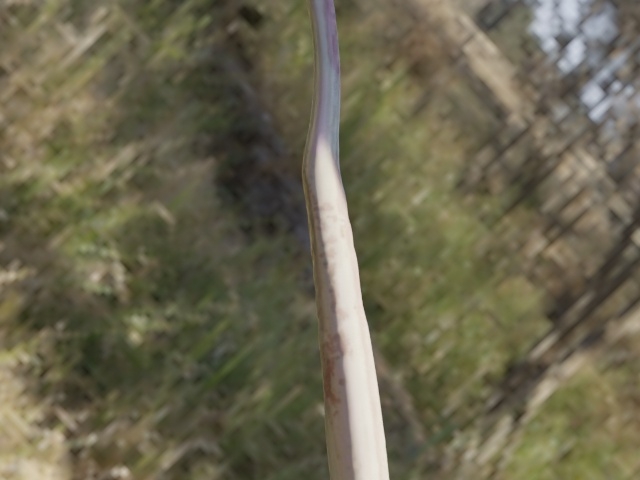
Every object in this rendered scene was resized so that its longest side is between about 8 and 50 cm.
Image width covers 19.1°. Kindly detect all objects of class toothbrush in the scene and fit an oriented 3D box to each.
[{"bbox_3d":[0.000,0.000,0.667,0.025,0.029,0.307,115,-30,-71],"label":"toothbrush"}]
